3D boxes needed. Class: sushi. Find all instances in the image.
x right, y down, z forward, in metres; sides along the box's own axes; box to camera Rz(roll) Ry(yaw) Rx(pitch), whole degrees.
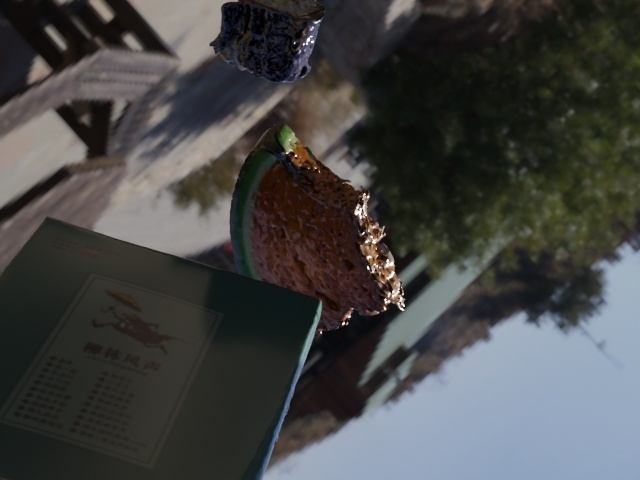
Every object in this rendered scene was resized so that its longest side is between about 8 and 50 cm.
[{"bbox_3d":[-0.050,-0.208,1.226,0.098,0.094,0.084,-54,164,-53],"label":"sushi"}]

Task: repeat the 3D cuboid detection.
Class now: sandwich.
[{"bbox_3d":[-0.007,-0.008,1.121,0.159,0.235,0.079,-2,-144,32],"label":"sandwich"}]

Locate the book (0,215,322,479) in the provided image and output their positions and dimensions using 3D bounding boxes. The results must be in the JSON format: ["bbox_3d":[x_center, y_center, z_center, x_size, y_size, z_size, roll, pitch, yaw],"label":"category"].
[{"bbox_3d":[-0.157,0.112,0.919,0.379,0.264,0.031,-67,174,-58],"label":"book"}]
